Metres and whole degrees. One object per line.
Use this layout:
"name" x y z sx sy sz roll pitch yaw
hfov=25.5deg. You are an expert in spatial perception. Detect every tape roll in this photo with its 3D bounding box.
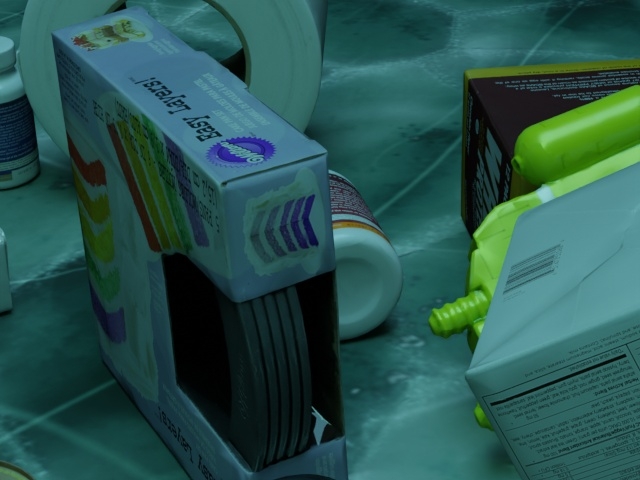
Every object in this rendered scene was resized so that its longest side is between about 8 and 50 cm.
"tape roll" -0.116 -0.176 1.193 0.246 0.246 0.169 -1 28 2

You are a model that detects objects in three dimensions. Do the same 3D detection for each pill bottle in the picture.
"pill bottle" 0.000 0.000 1.023 0.086 0.086 0.152 -8 29 -11
"pill bottle" -0.278 -0.110 1.207 0.067 0.120 0.067 -1 29 1

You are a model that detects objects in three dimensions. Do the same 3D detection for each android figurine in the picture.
"android figurine" 0.202 0.029 0.866 0.273 0.056 0.248 -21 72 -8

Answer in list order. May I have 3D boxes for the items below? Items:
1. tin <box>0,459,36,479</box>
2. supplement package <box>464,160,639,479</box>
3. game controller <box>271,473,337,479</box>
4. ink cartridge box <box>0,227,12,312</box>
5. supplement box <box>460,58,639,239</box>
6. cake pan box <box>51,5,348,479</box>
"tin" -0.179 0.179 0.752 0.106 0.040 0.189 -22 34 -27
"supplement package" 0.192 0.079 0.683 0.149 0.203 0.194 -25 14 24
"game controller" -0.099 0.214 0.536 0.319 0.067 0.166 -33 40 0
"ink cartridge box" -0.310 0.022 1.022 0.150 0.063 0.109 -16 31 -25
"supplement box" 0.213 -0.037 1.036 0.191 0.129 0.194 -4 28 -5
"cake pan box" -0.069 0.021 0.823 0.070 0.246 0.267 -19 34 -22
